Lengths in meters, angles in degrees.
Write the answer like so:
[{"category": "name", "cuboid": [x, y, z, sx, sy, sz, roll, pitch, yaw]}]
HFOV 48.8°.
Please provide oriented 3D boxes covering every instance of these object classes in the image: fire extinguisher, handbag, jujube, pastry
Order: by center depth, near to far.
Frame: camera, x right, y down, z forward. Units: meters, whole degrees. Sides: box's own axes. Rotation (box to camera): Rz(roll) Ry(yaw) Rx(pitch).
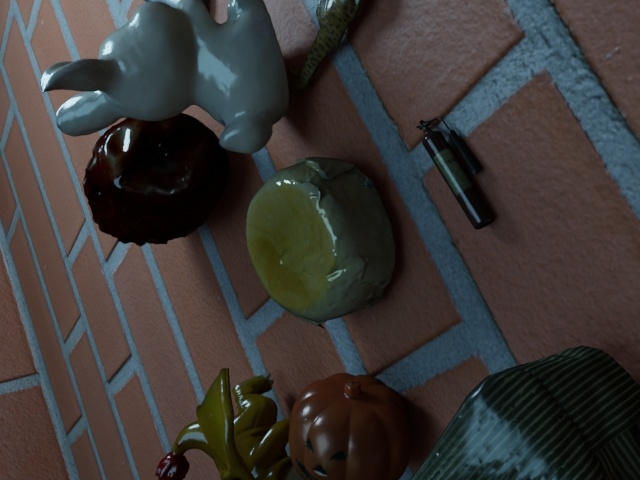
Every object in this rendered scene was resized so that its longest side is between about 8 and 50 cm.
[{"category": "handbag", "cuboid": [0.240, 0.299, 0.745, 0.240, 0.247, 0.341, 47, 126, 33]}, {"category": "fire extinguisher", "cuboid": [0.174, -0.097, 0.908, 0.173, 0.035, 0.049, 61, 143, 17]}, {"category": "pastry", "cuboid": [-0.001, 0.002, 1.073, 0.264, 0.133, 0.265, 17, 113, 48]}, {"category": "jujube", "cuboid": [-0.325, -0.110, 1.370, 0.376, 0.258, 0.259, -40, 67, 55]}]

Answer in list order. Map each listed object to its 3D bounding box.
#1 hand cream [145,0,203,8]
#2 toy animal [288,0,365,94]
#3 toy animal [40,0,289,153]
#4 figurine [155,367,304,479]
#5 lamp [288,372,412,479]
[{"category": "hand cream", "cuboid": [-0.304, -0.487, 1.416, 0.255, 0.048, 0.080, 34, 129, 40]}, {"category": "toy animal", "cuboid": [0.011, -0.336, 1.045, 0.149, 0.054, 0.276, 40, 129, 42]}, {"category": "toy animal", "cuboid": [-0.236, -0.247, 1.110, 0.196, 0.367, 0.241, 113, 152, -67]}, {"category": "figurine", "cuboid": [-0.121, 0.461, 1.235, 0.401, 0.268, 0.387, -57, 41, 29]}, {"category": "lamp", "cuboid": [0.044, 0.278, 1.042, 0.187, 0.187, 0.164, 29, 124, 45]}]
